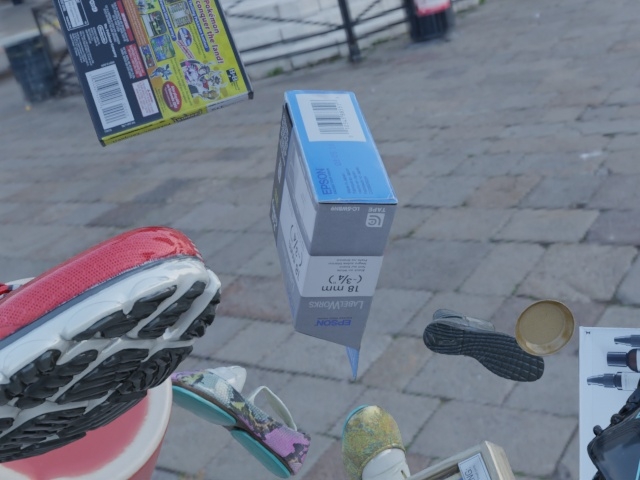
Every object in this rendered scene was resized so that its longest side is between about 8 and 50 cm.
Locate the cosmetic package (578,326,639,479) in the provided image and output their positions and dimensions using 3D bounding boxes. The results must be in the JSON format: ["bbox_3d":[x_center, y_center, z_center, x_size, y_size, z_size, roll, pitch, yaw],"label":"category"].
[{"bbox_3d":[0.271,0.192,0.757,0.098,0.060,0.239,-1,57,17],"label":"cosmetic package"}]

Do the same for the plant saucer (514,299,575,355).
[{"bbox_3d":[0.302,0.116,1.195,0.083,0.083,0.015,-15,20,1],"label":"plant saucer"}]

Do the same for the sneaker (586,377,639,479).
[{"bbox_3d":[0.198,0.100,0.478,0.106,0.101,0.267,-8,33,27],"label":"sneaker"}]

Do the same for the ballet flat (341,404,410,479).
[{"bbox_3d":[0.113,0.433,1.567,0.123,0.349,0.123,-4,40,3],"label":"ballet flat"}]

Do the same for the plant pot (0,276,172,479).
[{"bbox_3d":[-0.262,0.172,0.790,0.275,0.275,0.243,-34,-9,-40],"label":"plant pot"}]

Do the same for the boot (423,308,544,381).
[{"bbox_3d":[0.331,0.193,1.751,0.246,0.083,0.161,18,15,16],"label":"boot"}]

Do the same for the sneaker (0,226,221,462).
[{"bbox_3d":[-0.174,0.044,0.381,0.279,0.118,0.107,-24,-16,21],"label":"sneaker"}]

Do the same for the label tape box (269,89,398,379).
[{"bbox_3d":[0.000,0.000,1.209,0.105,0.334,0.241,-2,42,-13],"label":"label tape box"}]

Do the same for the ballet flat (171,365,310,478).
[{"bbox_3d":[-0.095,0.202,1.058,0.077,0.221,0.079,-13,42,50],"label":"ballet flat"}]

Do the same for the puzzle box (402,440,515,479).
[{"bbox_3d":[0.137,0.452,0.928,0.272,0.052,0.409,-33,51,22],"label":"puzzle box"}]

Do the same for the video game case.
[{"bbox_3d":[-0.265,-0.310,1.378,0.248,0.275,0.035,-19,-11,-8],"label":"video game case"}]
